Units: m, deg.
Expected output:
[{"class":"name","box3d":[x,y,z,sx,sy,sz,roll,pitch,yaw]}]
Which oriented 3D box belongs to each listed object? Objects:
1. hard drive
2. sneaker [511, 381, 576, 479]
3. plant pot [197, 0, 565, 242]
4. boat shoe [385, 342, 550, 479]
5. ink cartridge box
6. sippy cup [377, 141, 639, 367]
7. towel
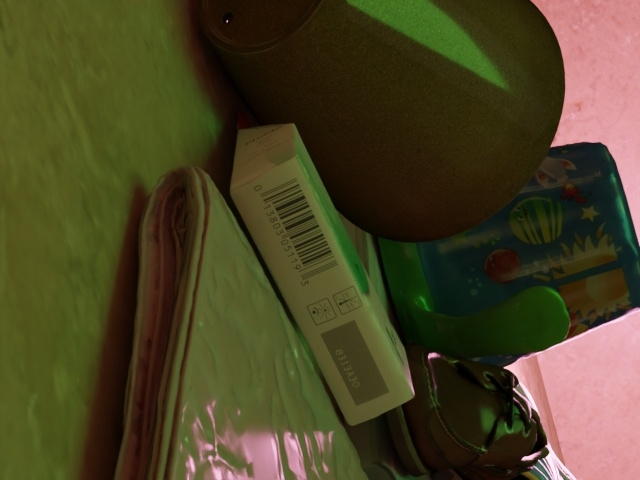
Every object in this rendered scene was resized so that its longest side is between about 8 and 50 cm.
[{"class":"hard drive","box3d":[0.063,0.132,1.208,0.307,0.040,0.203,-93,163,-45]},{"class":"sneaker","box3d":[0.246,0.336,1.590,0.319,0.127,0.208,58,17,-27]},{"class":"plant pot","box3d":[0.026,-0.147,1.025,0.254,0.237,0.237,27,47,-52]},{"class":"boat shoe","box3d":[0.124,0.141,1.124,0.307,0.105,0.110,42,35,-68]},{"class":"ink cartridge box","box3d":[0.000,0.000,0.933,0.224,0.056,0.181,-89,154,-70]},{"class":"sippy cup","box3d":[0.187,0.012,1.282,0.240,0.224,0.305,59,20,-52]},{"class":"towel","box3d":[-0.029,0.173,0.735,0.317,0.053,0.331,-87,159,-51]}]
